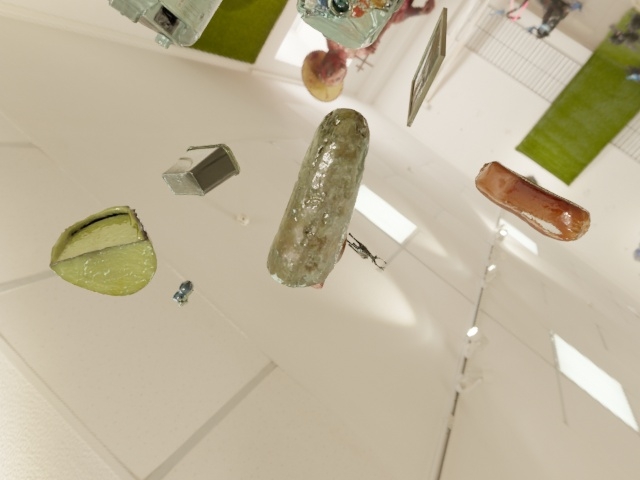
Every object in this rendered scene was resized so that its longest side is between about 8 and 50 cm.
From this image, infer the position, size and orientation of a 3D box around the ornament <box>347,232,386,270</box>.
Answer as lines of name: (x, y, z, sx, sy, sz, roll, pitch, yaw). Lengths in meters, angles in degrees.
ornament: (0.115, 0.034, 1.107, 0.125, 0.028, 0.073, 39, 172, 28)

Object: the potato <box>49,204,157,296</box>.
potato: (-0.733, 0.036, 1.590, 0.331, 0.212, 0.280, -16, -140, -7)

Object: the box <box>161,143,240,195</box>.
box: (-0.443, -0.253, 1.622, 0.178, 0.274, 0.138, -46, -57, -33)

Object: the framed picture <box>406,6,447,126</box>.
framed picture: (0.279, -0.449, 1.183, 0.016, 0.250, 0.184, 13, -117, -4)

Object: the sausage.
sausage: (0.468, -0.092, 1.014, 0.084, 0.089, 0.300, 2, -149, -30)

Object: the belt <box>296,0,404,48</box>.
belt: (0.076, -0.412, 0.650, 0.150, 0.257, 0.207, 30, -152, -12)

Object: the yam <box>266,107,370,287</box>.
yam: (0.003, -0.079, 0.824, 0.133, 0.330, 0.133, 17, -164, -5)

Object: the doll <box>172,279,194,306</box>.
doll: (-0.439, 0.168, 1.443, 0.051, 0.083, 0.076, 32, 180, -7)

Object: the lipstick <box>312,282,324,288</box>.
lipstick: (0.017, 0.067, 1.867, 0.073, 0.073, 0.279, 28, -123, -16)

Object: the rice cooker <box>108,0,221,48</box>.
rice cooker: (-0.245, -0.484, 0.707, 0.316, 0.316, 0.264, 48, -168, 27)

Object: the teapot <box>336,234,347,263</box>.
teapot: (0.000, 0.000, 1.061, 0.116, 0.116, 0.173, 41, -160, 13)
